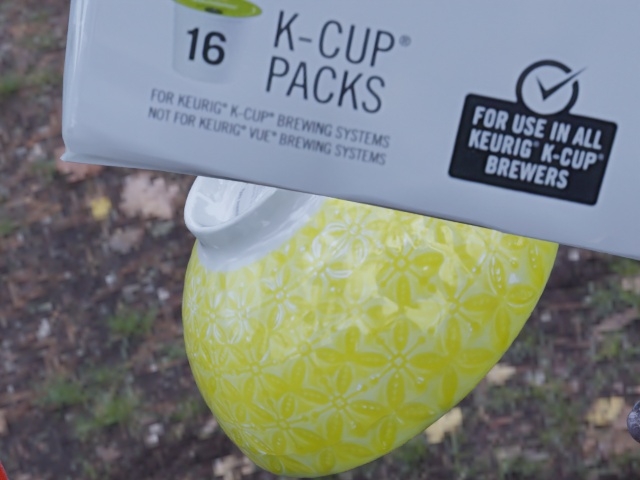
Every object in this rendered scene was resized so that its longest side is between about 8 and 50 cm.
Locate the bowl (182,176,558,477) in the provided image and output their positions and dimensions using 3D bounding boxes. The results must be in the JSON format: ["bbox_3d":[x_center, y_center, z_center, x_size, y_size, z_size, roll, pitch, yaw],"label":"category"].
[{"bbox_3d":[0.000,0.000,1.059,0.289,0.156,0.289,-33,30,22],"label":"bowl"}]

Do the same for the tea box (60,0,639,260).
[{"bbox_3d":[0.131,-0.168,0.394,0.329,0.323,0.220,10,22,0],"label":"tea box"}]

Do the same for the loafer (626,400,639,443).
[{"bbox_3d":[0.428,0.218,1.942,0.095,0.109,0.302,-27,-16,8],"label":"loafer"}]

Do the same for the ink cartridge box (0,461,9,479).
[{"bbox_3d":[-0.414,0.150,1.315,0.239,0.275,0.060,-16,15,14],"label":"ink cartridge box"}]
